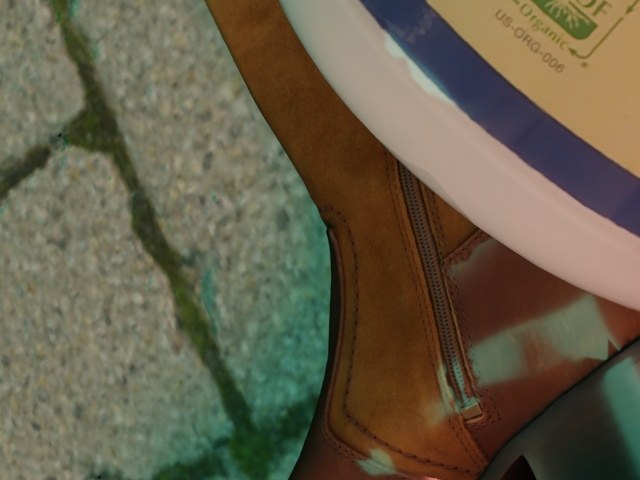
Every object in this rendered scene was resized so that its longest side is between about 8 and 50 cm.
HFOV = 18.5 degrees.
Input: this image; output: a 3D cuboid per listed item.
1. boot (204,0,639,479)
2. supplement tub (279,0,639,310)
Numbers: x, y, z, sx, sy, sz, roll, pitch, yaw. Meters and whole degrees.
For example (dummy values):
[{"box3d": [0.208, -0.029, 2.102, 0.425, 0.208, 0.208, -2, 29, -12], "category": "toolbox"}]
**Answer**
[{"box3d": [0.000, 0.000, 0.756, 0.264, 0.096, 0.280, -34, 75, 37], "category": "boot"}, {"box3d": [0.151, -0.152, 0.525, 0.228, 0.228, 0.316, 53, 125, 19], "category": "supplement tub"}]
